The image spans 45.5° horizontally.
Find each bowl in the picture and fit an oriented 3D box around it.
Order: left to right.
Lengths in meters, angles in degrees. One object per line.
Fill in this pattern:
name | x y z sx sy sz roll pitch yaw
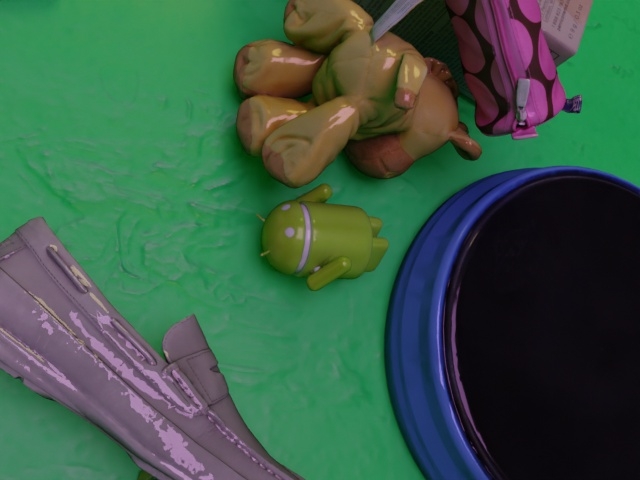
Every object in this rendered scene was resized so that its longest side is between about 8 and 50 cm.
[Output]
bowl | 0.254 0.109 0.741 0.391 0.077 0.390 6 74 -21

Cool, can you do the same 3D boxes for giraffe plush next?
giraffe plush | 0.049 -0.124 0.686 0.170 0.210 0.181 25 50 -50

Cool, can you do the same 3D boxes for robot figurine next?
robot figurine | 0.000 0.000 0.670 0.115 0.067 0.101 5 49 -21

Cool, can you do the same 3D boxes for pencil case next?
pencil case | 0.143 -0.188 0.627 0.209 0.095 0.098 62 31 -28

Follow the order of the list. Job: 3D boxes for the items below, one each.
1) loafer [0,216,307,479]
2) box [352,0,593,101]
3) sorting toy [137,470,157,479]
loafer | -0.119 0.106 0.569 0.319 0.112 0.111 38 74 -8
box | 0.097 -0.272 0.741 0.311 0.148 0.121 29 67 -14
sorting toy | -0.138 0.219 0.586 0.062 0.012 0.083 31 70 -7
